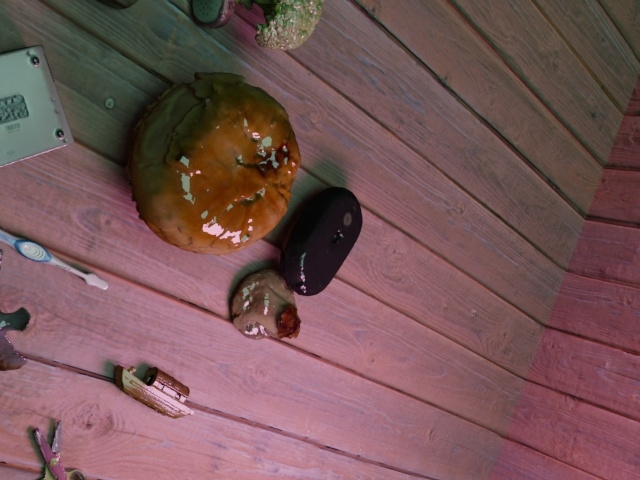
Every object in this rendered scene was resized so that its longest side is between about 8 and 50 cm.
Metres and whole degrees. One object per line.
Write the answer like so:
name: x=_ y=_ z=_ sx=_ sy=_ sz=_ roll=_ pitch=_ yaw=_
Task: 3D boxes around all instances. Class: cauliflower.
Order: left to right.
cauliflower: x=-0.108 y=-0.585 z=1.685 sx=0.251 sy=0.275 sz=0.272 roll=7 pitch=115 yaw=-9

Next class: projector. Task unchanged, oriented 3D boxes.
projector: x=-0.613 y=-0.242 z=1.378 sx=0.250 sy=0.108 sz=0.198 roll=-26 pitch=114 yaw=-34

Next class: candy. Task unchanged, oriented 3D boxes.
candy: x=-0.239 y=-0.524 z=1.643 sx=0.043 sy=0.103 sz=0.103 roll=-15 pitch=110 yaw=-59

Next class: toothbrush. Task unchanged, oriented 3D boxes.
toothbrush: x=-0.592 y=0.017 z=1.496 sx=0.386 sy=0.040 sz=0.040 roll=34 pitch=77 yaw=-39

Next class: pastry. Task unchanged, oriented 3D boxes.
pastry: x=-0.238 y=-0.166 z=1.622 sx=0.410 sy=0.245 sz=0.409 roll=-12 pitch=107 yaw=-42

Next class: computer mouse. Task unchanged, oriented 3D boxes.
computer mouse: x=-0.003 y=-0.001 z=1.935 sx=0.183 sy=0.116 sz=0.323 roll=53 pitch=58 yaw=-34

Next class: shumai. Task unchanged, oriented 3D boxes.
shumai: x=-0.122 y=0.176 z=1.878 sx=0.201 sy=0.120 sz=0.201 roll=-13 pitch=110 yaw=-38

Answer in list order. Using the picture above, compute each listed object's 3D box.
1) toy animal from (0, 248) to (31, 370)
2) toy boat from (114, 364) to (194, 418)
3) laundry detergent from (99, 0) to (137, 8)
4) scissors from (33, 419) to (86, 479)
toy animal: x=-0.659 y=0.150 z=1.410 sx=0.197 sy=0.160 sz=0.272 roll=-12 pitch=100 yaw=-36
toy boat: x=-0.385 y=0.347 z=1.727 sx=0.226 sy=0.068 sz=0.088 roll=43 pitch=66 yaw=-34
laundry detergent: x=-0.411 y=-0.611 z=1.485 sx=0.181 sy=0.091 sz=0.253 roll=20 pitch=85 yaw=-42
scissors: x=-0.584 y=0.484 z=1.611 sx=0.134 sy=0.020 sz=0.187 roll=-12 pitch=108 yaw=-34
